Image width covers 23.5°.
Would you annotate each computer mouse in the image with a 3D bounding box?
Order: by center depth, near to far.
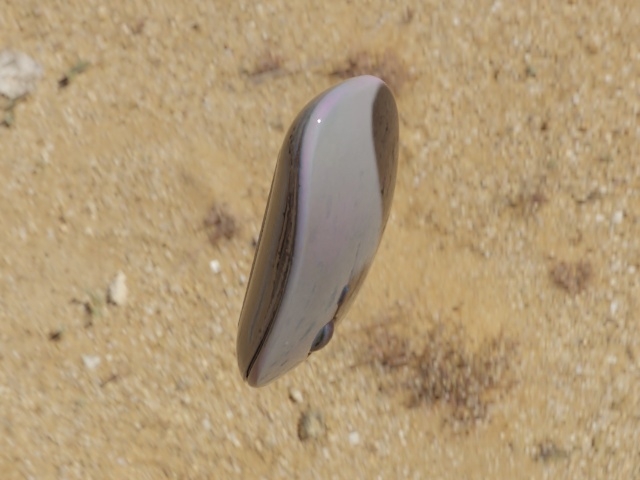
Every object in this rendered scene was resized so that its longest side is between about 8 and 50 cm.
[{"bbox_3d":[0.001,0.000,1.033,0.057,0.232,0.120,29,32,23],"label":"computer mouse"}]
